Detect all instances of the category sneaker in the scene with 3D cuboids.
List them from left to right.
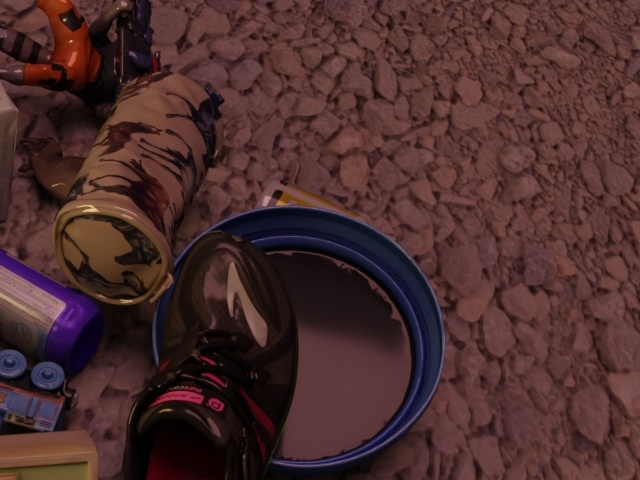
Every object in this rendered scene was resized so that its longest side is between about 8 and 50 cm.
[{"bbox_3d":[-0.124,0.196,1.416,0.185,0.202,0.483,6,62,0],"label":"sneaker"}]

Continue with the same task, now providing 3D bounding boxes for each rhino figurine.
[{"bbox_3d":[-0.365,-0.093,1.821,0.243,0.073,0.106,36,41,20],"label":"rhino figurine"}]

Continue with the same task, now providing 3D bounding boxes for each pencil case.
[{"bbox_3d":[-0.237,-0.078,1.668,0.183,0.160,0.410,23,34,-7],"label":"pencil case"}]

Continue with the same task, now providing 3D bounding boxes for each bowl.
[{"bbox_3d":[-0.029,0.134,1.633,0.391,0.077,0.391,3,57,-5],"label":"bowl"}]

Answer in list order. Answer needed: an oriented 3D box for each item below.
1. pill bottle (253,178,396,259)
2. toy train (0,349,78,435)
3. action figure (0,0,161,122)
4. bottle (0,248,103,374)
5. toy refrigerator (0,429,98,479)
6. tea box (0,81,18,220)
[{"bbox_3d":[0.000,0.000,1.820,0.208,0.119,0.119,24,42,6],"label":"pill bottle"},{"bbox_3d":[-0.396,0.193,1.505,0.184,0.080,0.105,16,48,-3],"label":"toy train"},{"bbox_3d":[-0.372,-0.318,1.931,0.330,0.178,0.341,30,52,-43],"label":"action figure"},{"bbox_3d":[-0.421,0.068,1.594,0.282,0.118,0.092,28,58,9],"label":"bottle"},{"bbox_3d":[-0.390,0.283,1.368,0.269,0.102,0.094,0,9,-20],"label":"toy refrigerator"},{"bbox_3d":[-0.638,-0.186,1.709,0.323,0.220,0.329,-13,51,-30],"label":"tea box"}]
